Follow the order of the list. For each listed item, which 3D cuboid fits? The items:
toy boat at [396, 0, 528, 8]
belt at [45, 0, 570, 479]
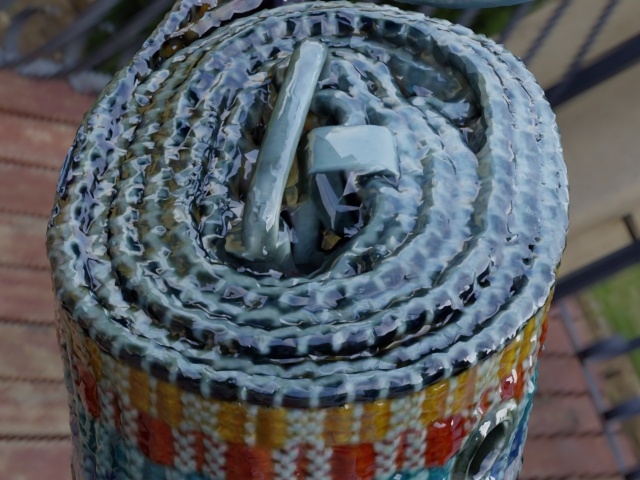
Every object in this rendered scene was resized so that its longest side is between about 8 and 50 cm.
[{"bbox_3d":[0.010,-0.190,0.659,0.133,0.145,0.332,15,34,-30],"label":"toy boat"},{"bbox_3d":[0.000,0.000,0.790,0.295,0.207,0.160,-68,164,-49],"label":"belt"}]
